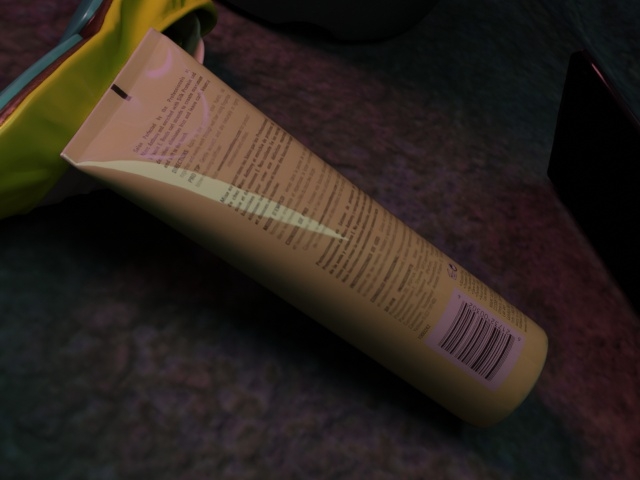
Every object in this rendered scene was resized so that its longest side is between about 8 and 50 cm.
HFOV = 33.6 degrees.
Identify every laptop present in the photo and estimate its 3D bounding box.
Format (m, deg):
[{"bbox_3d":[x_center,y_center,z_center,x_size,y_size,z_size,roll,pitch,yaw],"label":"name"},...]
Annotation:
[{"bbox_3d":[0.254,0.011,0.618,0.264,0.136,0.234,-10,61,-37],"label":"laptop"}]

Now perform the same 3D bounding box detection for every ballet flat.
[{"bbox_3d":[-0.105,-0.071,0.508,0.077,0.077,0.231,40,41,-17],"label":"ballet flat"}]

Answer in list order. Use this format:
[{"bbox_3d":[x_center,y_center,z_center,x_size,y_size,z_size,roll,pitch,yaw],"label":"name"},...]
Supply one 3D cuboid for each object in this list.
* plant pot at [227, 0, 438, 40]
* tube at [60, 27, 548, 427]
[{"bbox_3d":[0.044,-0.319,0.614,0.341,0.334,0.341,17,47,-20],"label":"plant pot"},{"bbox_3d":[0.000,0.000,0.496,0.240,0.062,0.070,36,7,-16],"label":"tube"}]
